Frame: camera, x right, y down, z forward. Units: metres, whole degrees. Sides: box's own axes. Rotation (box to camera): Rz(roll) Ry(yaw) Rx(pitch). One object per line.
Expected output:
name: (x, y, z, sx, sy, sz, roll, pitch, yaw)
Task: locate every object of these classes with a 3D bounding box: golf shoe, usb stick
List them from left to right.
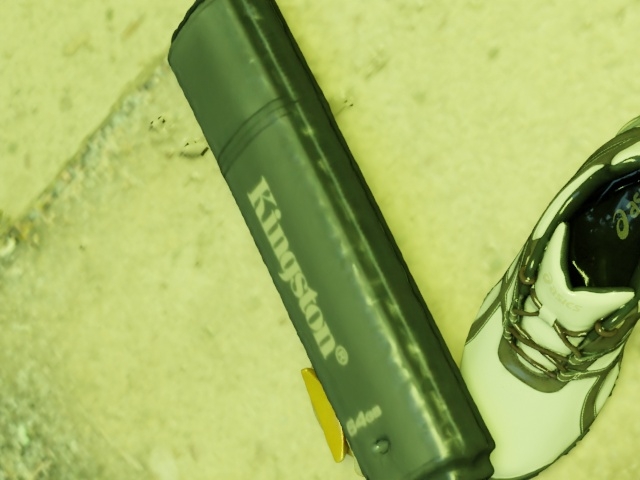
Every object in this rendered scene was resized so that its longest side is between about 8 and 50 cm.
usb stick: (0.000, 0.000, 0.719, 0.077, 0.045, 0.278, -40, 69, 43)
golf shoe: (0.106, 0.030, 0.668, 0.077, 0.094, 0.198, 31, 109, 19)

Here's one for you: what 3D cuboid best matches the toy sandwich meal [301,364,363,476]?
toy sandwich meal: (0.026, 0.080, 0.745, 0.086, 0.029, 0.085, 3, 97, 26)
